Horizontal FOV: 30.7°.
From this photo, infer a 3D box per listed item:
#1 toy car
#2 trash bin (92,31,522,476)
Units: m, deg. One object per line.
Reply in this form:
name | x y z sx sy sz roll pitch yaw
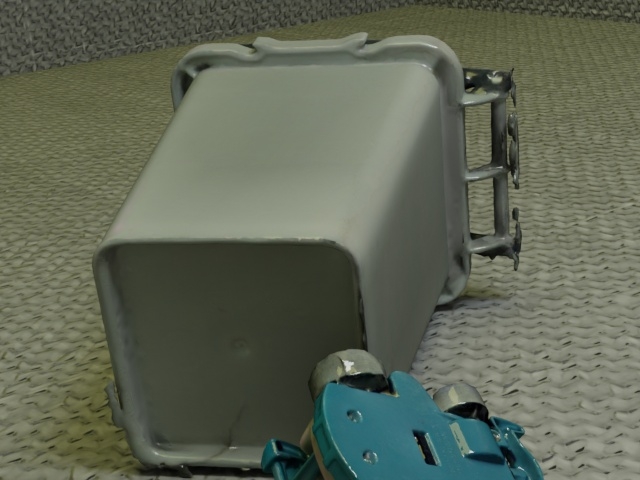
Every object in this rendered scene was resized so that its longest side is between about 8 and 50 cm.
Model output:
toy car | 0.052 0.145 0.694 0.161 0.098 0.126 17 34 -33
trash bin | 0.000 0.000 0.892 0.296 0.255 0.367 1 25 11
